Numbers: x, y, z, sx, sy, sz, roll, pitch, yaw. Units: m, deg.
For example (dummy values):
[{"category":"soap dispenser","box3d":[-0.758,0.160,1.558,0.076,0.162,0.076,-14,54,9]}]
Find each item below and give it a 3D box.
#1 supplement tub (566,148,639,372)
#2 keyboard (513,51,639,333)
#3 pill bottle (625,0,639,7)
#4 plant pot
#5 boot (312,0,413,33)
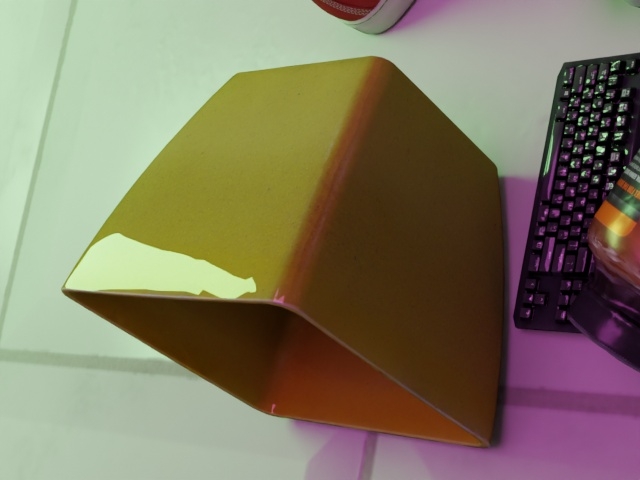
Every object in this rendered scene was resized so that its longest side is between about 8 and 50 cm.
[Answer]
[{"category":"supplement tub","box3d":[0.215,-0.021,0.656,0.198,0.106,0.106,-57,45,11]},{"category":"keyboard","box3d":[0.176,-0.030,0.757,0.108,0.023,0.180,2,77,44]},{"category":"pill bottle","box3d":[0.237,-0.202,0.688,0.245,0.130,0.131,-2,73,44]},{"category":"plant pot","box3d":[0.000,0.000,0.798,0.212,0.212,0.187,0,62,44]},{"category":"boot","box3d":[0.045,-0.283,0.870,0.244,0.176,0.088,-53,44,13]}]
